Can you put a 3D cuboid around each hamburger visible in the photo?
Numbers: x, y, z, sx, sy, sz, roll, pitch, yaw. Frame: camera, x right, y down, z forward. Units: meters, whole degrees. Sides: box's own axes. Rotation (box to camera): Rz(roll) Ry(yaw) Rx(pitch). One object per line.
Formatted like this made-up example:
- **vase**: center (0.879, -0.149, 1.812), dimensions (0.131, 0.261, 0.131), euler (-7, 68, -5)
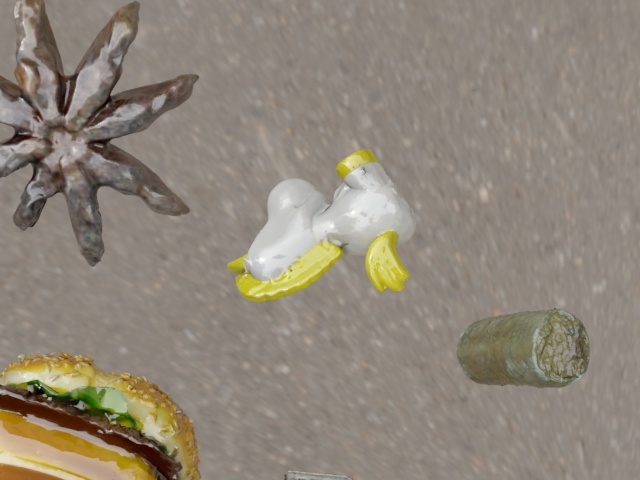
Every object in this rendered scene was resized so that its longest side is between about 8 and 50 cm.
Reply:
- **hamburger**: center (-0.122, 0.116, 0.916), dimensions (0.137, 0.166, 0.087), euler (18, 52, 7)

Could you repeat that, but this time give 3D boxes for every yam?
- **yam**: center (0.142, 0.076, 1.280), dimensions (0.054, 0.132, 0.054), euler (2, 85, -20)

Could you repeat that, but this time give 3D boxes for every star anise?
- **star anise**: center (-0.120, -0.054, 0.866), dimensions (0.141, 0.042, 0.141), euler (-1, 102, -4)

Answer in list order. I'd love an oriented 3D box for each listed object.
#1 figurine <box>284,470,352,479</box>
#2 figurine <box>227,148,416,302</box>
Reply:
- **figurine**: center (-0.055, 0.373, 1.833), dimensions (0.308, 0.308, 0.143), euler (-33, 52, 1)
- **figurine**: center (-0.002, -0.006, 1.623), dimensions (0.178, 0.109, 0.129), euler (-10, 50, 17)
